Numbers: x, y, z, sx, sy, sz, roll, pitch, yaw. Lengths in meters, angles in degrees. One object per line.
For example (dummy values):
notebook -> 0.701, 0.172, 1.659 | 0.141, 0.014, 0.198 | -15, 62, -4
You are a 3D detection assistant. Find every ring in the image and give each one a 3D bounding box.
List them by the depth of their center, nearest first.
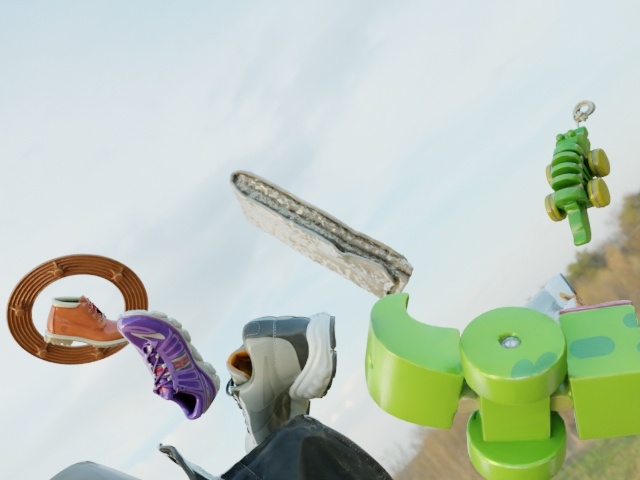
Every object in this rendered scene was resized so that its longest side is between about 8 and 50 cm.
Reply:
ring -> -0.586, 0.178, 2.068 | 0.336, 0.032, 0.336 | -11, -55, -16

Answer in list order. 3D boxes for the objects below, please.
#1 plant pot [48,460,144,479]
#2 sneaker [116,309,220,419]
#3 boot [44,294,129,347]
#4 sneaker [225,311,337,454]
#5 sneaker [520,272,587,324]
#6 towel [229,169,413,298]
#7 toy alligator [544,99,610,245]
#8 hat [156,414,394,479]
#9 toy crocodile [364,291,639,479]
plant pot -> -0.240, 0.430, 1.045 | 0.323, 0.280, 0.323 | -52, -19, -25
sneaker -> -0.182, 0.149, 1.018 | 0.068, 0.170, 0.071 | -19, 31, 33
boot -> -0.389, 0.137, 1.461 | 0.059, 0.158, 0.084 | -140, 57, -70
sneaker -> -0.058, 0.164, 0.953 | 0.271, 0.108, 0.100 | 109, 167, -48
sneaker -> 0.328, 0.137, 1.189 | 0.121, 0.099, 0.262 | -38, 3, 13
towel -> 0.000, 0.000, 1.219 | 0.049, 0.282, 0.187 | -59, -8, -11
toy alligator -> 0.247, -0.081, 0.835 | 0.056, 0.051, 0.190 | -18, 45, 37
hat -> 0.001, 0.264, 0.858 | 0.134, 0.331, 0.331 | -51, -14, -11
toy crocodile -> 0.195, 0.083, 0.551 | 0.105, 0.340, 0.115 | -80, -18, -50
